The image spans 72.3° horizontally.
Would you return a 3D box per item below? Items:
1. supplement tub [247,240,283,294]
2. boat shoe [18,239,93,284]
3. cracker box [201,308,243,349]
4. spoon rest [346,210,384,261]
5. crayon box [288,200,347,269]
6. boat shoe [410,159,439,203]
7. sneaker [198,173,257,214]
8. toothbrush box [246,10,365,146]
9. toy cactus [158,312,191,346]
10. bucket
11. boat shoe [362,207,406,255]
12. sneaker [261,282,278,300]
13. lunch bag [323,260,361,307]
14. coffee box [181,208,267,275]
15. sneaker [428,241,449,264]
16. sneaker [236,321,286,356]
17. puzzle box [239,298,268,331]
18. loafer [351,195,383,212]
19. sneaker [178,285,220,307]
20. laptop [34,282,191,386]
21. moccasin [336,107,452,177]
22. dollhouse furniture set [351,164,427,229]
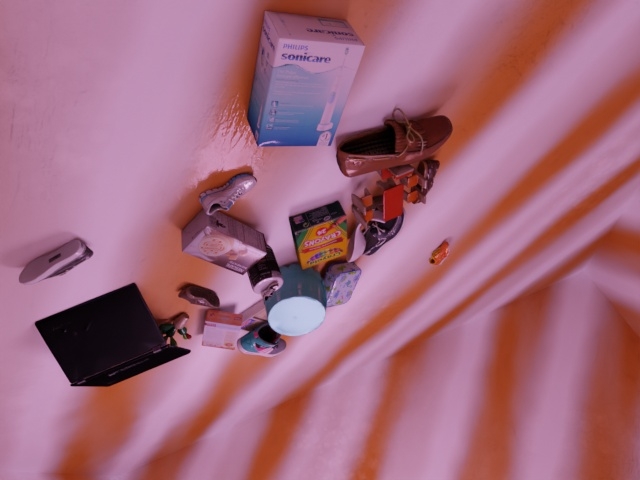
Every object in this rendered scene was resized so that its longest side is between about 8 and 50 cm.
[{"bbox_3d":[-0.215,0.092,1.603,0.117,0.190,0.117,-16,146,-11],"label":"supplement tub"},{"bbox_3d":[-0.794,0.079,1.320,0.219,0.077,0.070,-27,146,1],"label":"boat shoe"},{"bbox_3d":[-0.445,0.405,1.975,0.156,0.067,0.232,12,139,-11],"label":"cracker box"},{"bbox_3d":[0.157,-0.021,1.733,0.084,0.137,0.276,19,136,-13],"label":"spoon rest"},{"bbox_3d":[0.000,0.000,1.712,0.202,0.081,0.318,-20,148,-8],"label":"crayon box"},{"bbox_3d":[0.397,-0.218,1.659,0.073,0.073,0.207,-12,146,-15],"label":"boat shoe"},{"bbox_3d":[-0.276,-0.133,1.345,0.191,0.083,0.071,-28,146,3],"label":"sneaker"},{"bbox_3d":[-0.048,-0.385,1.088,0.216,0.126,0.295,-7,144,-23],"label":"toothbrush box"},{"bbox_3d":[-0.625,0.384,1.858,0.180,0.112,0.219,-46,134,14],"label":"toy cactus"},{"bbox_3d":[-0.107,0.257,1.844,0.281,0.183,0.281,-5,129,-6],"label":"bucket"},{"bbox_3d":[0.239,-0.032,1.789,0.091,0.114,0.302,-7,144,-34],"label":"boat shoe"},{"bbox_3d":[-0.173,0.182,1.546,0.083,0.037,0.032,-43,141,24],"label":"sneaker"},{"bbox_3d":[0.086,0.198,1.998,0.176,0.090,0.219,-7,130,-38],"label":"lunch bag"},{"bbox_3d":[-0.320,0.006,1.467,0.141,0.098,0.247,-39,135,24],"label":"coffee box"},{"bbox_3d":[0.602,0.071,2.216,0.068,0.064,0.175,-2,139,-15],"label":"sneaker"},{"bbox_3d":[-0.236,0.474,2.114,0.178,0.123,0.296,-35,149,30],"label":"sneaker"},{"bbox_3d":[-0.176,0.321,2.084,0.409,0.052,0.272,-34,145,16],"label":"puzzle box"},{"bbox_3d":[0.191,-0.130,1.675,0.148,0.050,0.056,-19,147,-8],"label":"loafer"},{"bbox_3d":[-0.486,0.229,1.761,0.071,0.066,0.188,-19,146,24],"label":"sneaker"},{"bbox_3d":[-0.783,0.387,1.713,0.382,0.236,0.408,-22,161,-3],"label":"laptop"},{"bbox_3d":[0.231,-0.317,1.373,0.380,0.139,0.147,-12,155,-1],"label":"moccasin"},{"bbox_3d":[0.254,-0.172,1.532,0.262,0.135,0.259,-24,138,-13],"label":"dollhouse furniture set"}]
